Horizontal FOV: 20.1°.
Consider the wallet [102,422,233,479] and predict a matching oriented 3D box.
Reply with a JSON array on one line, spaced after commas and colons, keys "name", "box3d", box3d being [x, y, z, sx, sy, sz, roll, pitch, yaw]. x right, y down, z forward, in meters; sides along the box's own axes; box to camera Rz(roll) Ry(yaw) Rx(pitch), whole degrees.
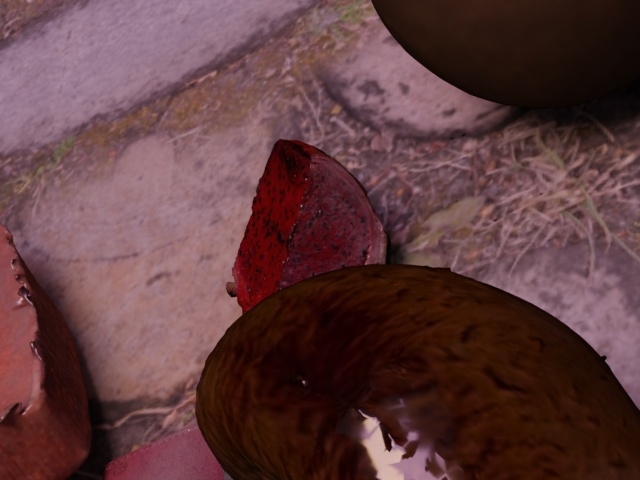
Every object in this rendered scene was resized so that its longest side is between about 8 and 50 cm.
[{"name": "wallet", "box3d": [-0.097, 0.238, 1.261, 0.119, 0.025, 0.232, -25, 50, 19]}]

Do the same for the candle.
[{"name": "candle", "box3d": [-0.290, 0.127, 1.376, 0.287, 0.131, 0.317, 1, 48, 35]}]

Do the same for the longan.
[{"name": "longan", "box3d": [0.146, -0.217, 1.242, 0.258, 0.258, 0.258, -17, 54, 25]}]

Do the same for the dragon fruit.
[{"name": "dragon fruit", "box3d": [0.000, 0.000, 1.314, 0.102, 0.096, 0.147, 47, 123, 53]}]

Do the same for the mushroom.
[{"name": "mushroom", "box3d": [0.028, 0.189, 1.026, 0.356, 0.334, 0.331, -29, 50, 2]}]
